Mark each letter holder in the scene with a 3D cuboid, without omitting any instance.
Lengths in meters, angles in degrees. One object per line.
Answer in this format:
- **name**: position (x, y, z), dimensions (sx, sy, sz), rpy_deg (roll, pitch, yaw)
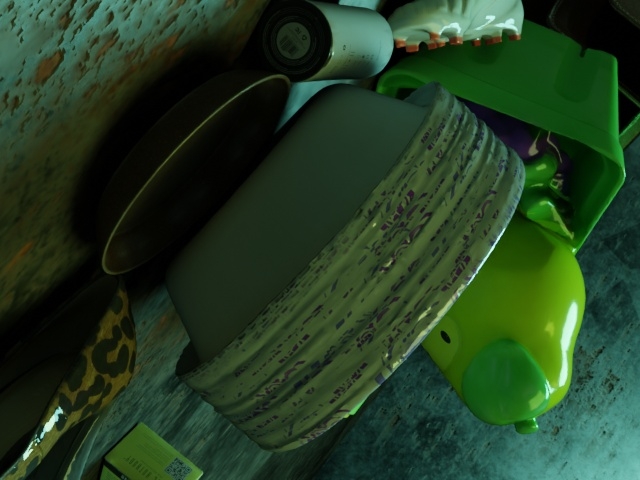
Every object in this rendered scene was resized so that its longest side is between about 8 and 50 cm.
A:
- **letter holder**: position (0.350, -0.269, 1.322), dimensions (0.302, 0.214, 0.152), rpy_deg (-42, 171, -42)

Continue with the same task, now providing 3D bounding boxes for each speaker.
- **speaker**: position (0.007, -0.138, 0.816), dimensions (0.055, 0.055, 0.136), rpy_deg (-58, 167, 19)

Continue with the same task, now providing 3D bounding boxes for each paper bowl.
- **paper bowl**: position (0.000, 0.000, 0.848), dimensions (0.284, 0.148, 0.284), rpy_deg (-48, -173, 8)

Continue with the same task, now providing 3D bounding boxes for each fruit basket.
- **fruit basket**: position (0.151, 0.001, 1.192), dimensions (0.392, 0.283, 0.392), rpy_deg (24, 90, -85)

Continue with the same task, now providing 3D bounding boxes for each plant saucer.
- **plant saucer**: position (-0.086, -0.049, 0.745), dimensions (0.168, 0.029, 0.168), rpy_deg (-47, 172, -9)

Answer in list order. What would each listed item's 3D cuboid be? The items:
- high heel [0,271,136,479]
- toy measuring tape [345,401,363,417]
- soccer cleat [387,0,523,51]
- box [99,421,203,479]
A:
- **high heel**: position (-0.203, 0.095, 0.682), dimensions (0.261, 0.093, 0.186), rpy_deg (19, 89, -69)
- **toy measuring tape**: position (0.004, 0.188, 1.588), dimensions (0.121, 0.121, 0.330), rpy_deg (-54, 168, 1)
- **soccer cleat**: position (0.118, -0.210, 1.041), dimensions (0.196, 0.068, 0.076), rpy_deg (-16, 100, -51)
- **box**: position (-0.187, 0.284, 1.202), dimensions (0.058, 0.087, 0.232), rpy_deg (-44, 164, -39)
